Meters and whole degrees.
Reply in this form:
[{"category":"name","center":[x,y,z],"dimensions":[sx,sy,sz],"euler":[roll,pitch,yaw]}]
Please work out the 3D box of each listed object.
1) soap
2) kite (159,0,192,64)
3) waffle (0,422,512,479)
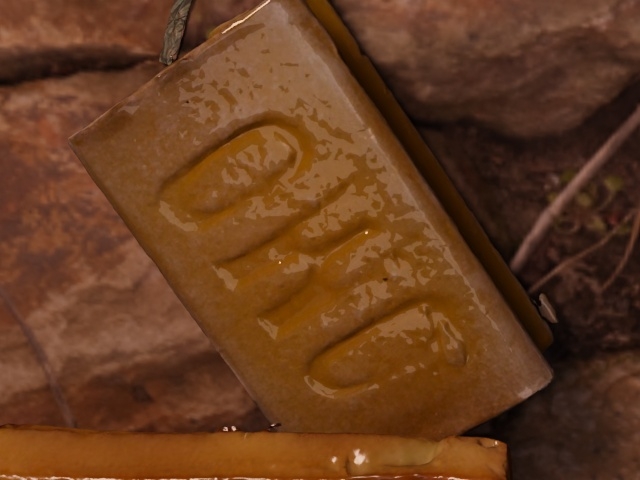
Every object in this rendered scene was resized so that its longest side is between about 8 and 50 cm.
[{"category":"soap","center":[0.000,0.000,0.773],"dimensions":[0.173,0.089,0.274],"euler":[-32,101,18]},{"category":"kite","center":[-0.068,-0.177,0.770],"dimensions":[0.137,0.005,0.152],"euler":[10,109,4]},{"category":"waffle","center":[-0.037,0.203,0.777],"dimensions":[0.328,0.098,0.224],"euler":[-1,138,15]}]
